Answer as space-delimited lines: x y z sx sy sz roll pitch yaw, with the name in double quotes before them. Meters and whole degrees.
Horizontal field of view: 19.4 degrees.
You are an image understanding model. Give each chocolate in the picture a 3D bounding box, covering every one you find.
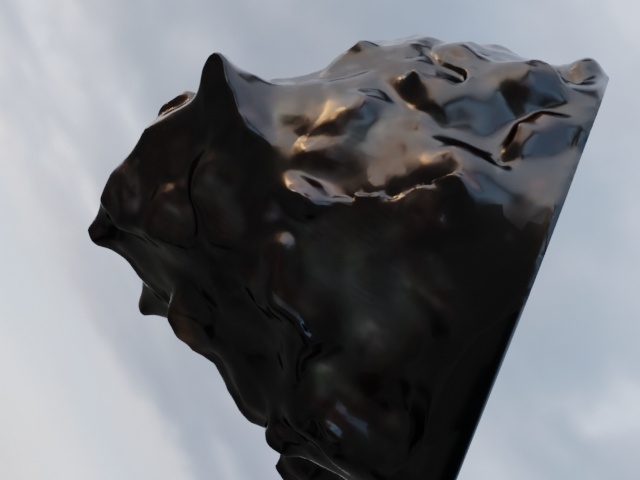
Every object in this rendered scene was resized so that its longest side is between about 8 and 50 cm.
"chocolate" 0.000 0.000 0.769 0.177 0.206 0.224 22 -67 5
